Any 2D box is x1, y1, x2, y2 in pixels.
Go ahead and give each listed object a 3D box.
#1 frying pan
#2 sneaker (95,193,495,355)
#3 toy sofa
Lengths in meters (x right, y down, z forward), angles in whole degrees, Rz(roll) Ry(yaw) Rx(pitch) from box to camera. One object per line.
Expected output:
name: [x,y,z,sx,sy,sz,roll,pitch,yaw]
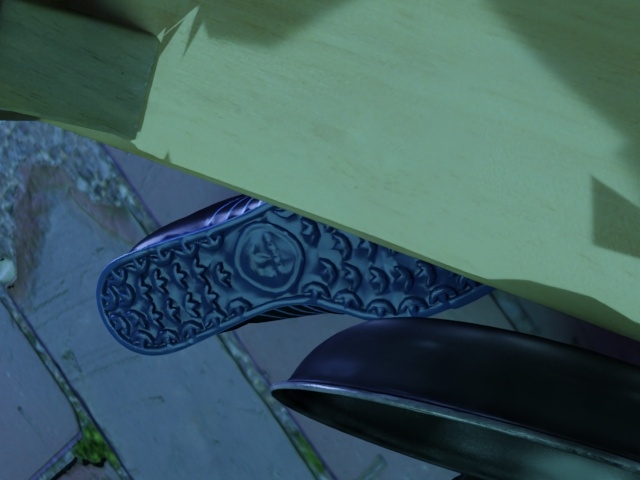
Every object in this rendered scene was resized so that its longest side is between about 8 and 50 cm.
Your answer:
frying pan: [0.103,0.093,0.512,0.197,0.326,0.053,11,77,26]
sneaker: [0.000,0.000,0.637,0.232,0.090,0.081,-11,103,24]
toy sofa: [0.063,-0.065,0.454,0.362,0.177,0.150,21,103,18]
